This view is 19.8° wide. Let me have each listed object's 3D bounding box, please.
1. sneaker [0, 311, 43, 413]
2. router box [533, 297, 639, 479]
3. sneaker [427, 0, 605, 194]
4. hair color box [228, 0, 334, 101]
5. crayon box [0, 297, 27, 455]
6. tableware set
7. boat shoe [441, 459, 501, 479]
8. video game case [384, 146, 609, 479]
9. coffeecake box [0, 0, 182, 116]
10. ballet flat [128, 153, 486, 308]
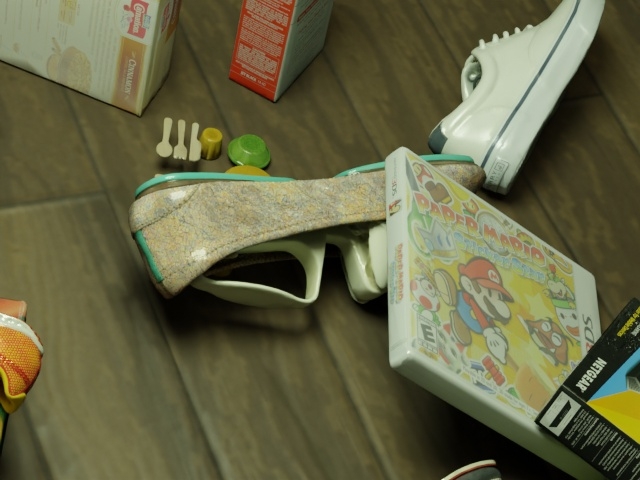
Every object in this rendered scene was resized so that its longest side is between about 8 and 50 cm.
[{"bbox_3d":[-0.274,0.067,1.224,0.175,0.064,0.067,15,57,2],"label":"sneaker"},{"bbox_3d":[0.252,0.127,1.379,0.133,0.046,0.179,38,32,9],"label":"router box"},{"bbox_3d":[0.176,-0.152,1.621,0.091,0.094,0.258,29,49,6],"label":"sneaker"},{"bbox_3d":[-0.025,-0.212,1.572,0.053,0.167,0.093,29,48,11],"label":"hair color box"},{"bbox_3d":[-0.319,0.167,1.220,0.202,0.081,0.318,9,48,-7],"label":"crayon box"},{"bbox_3d":[-0.087,-0.035,1.501,0.104,0.024,0.154,10,46,-11],"label":"tableware set"},{"bbox_3d":[0.082,0.203,1.314,0.137,0.049,0.043,-27,64,-30],"label":"boat shoe"},{"bbox_3d":[0.137,0.058,1.395,0.227,0.026,0.206,32,40,-30],"label":"video game case"},{"bbox_3d":[-0.213,-0.204,1.533,0.185,0.142,0.068,22,48,5],"label":"coffeecake box"},{"bbox_3d":[0.000,0.000,1.442,0.316,0.107,0.106,-6,71,-26],"label":"ballet flat"}]
